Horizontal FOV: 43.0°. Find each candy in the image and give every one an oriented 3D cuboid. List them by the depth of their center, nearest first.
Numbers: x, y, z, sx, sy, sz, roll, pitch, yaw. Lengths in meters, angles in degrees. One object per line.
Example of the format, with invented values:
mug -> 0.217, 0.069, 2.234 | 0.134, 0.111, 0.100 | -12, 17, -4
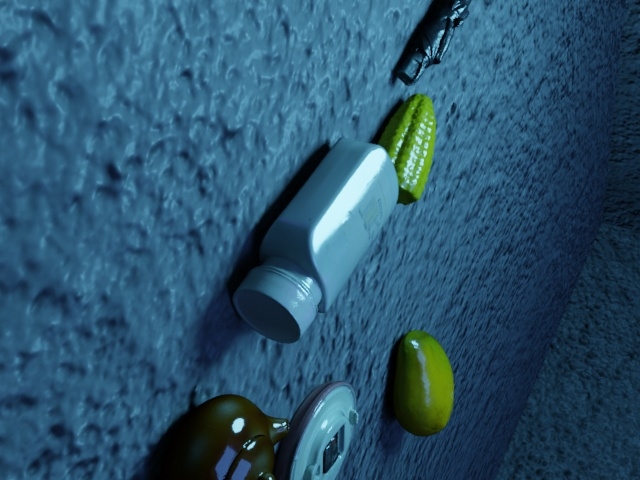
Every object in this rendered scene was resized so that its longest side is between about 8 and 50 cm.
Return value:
candy -> 0.143, -0.156, 1.337 | 0.106, 0.094, 0.198 | 52, 53, -53

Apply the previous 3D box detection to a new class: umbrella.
umbrella -> 0.194, -0.346, 1.356 | 0.235, 0.059, 0.066 | -58, -167, -21

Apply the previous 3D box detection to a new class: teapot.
teapot -> -0.129, 0.303, 1.040 | 0.252, 0.135, 0.178 | -44, 139, -46

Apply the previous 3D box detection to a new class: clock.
clock -> 0.002, 0.362, 1.425 | 0.244, 0.056, 0.244 | -41, 141, -46

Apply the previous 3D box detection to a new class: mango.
mango -> 0.221, 0.315, 1.774 | 0.176, 0.119, 0.316 | -47, 136, -37

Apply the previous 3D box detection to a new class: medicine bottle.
medicine bottle -> 0.000, 0.000, 1.132 | 0.296, 0.111, 0.161 | -57, 149, -33
